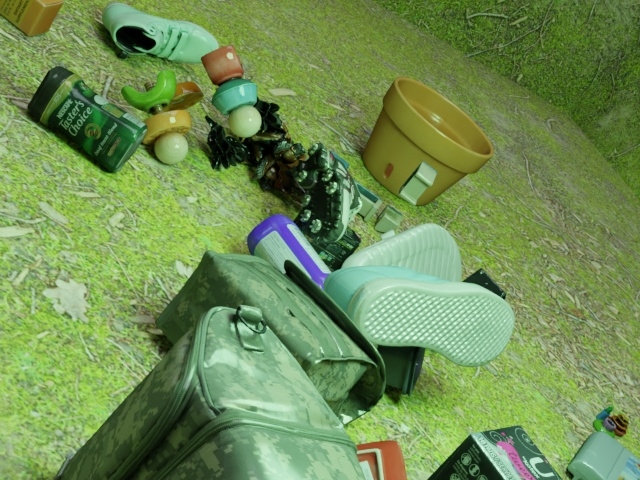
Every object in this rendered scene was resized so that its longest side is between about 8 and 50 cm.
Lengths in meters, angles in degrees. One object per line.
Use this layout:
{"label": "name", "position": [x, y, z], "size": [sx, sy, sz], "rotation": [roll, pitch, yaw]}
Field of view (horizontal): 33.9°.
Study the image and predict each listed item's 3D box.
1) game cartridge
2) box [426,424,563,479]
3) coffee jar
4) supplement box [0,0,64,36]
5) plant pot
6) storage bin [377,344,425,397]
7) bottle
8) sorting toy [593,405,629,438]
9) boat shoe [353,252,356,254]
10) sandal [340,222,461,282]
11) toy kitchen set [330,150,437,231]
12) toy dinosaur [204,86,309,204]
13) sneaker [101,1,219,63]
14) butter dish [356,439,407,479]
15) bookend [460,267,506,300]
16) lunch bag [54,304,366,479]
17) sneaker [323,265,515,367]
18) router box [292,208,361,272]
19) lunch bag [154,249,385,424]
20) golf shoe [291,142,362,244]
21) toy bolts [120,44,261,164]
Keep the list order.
{"label": "game cartridge", "position": [0.589, 0.481, 1.915], "size": [0.297, 0.062, 0.198], "rotation": [44, 28, 13]}
{"label": "box", "position": [0.274, 0.405, 1.468], "size": [0.142, 0.163, 0.247], "rotation": [3, 41, -50]}
{"label": "coffee jar", "position": [-0.383, -0.200, 1.723], "size": [0.184, 0.096, 0.079], "rotation": [36, 21, -4]}
{"label": "supplement box", "position": [-0.598, -0.482, 1.953], "size": [0.233, 0.078, 0.080], "rotation": [39, 27, 3]}
{"label": "plant pot", "position": [0.237, -0.219, 2.493], "size": [0.291, 0.203, 0.291], "rotation": [30, 24, -15]}
{"label": "storage bin", "position": [0.121, 0.196, 1.740], "size": [0.091, 0.098, 0.135], "rotation": [13, 21, 12]}
{"label": "bottle", "position": [-0.012, 0.085, 1.714], "size": [0.283, 0.092, 0.118], "rotation": [52, -3, 28]}
{"label": "sorting toy", "position": [0.595, 0.368, 2.136], "size": [0.102, 0.042, 0.061], "rotation": [4, 41, -52]}
{"label": "boat shoe", "position": [0.027, 0.012, 1.973], "size": [0.153, 0.048, 0.056], "rotation": [41, 24, 6]}
{"label": "sandal", "position": [0.143, 0.051, 1.989], "size": [0.102, 0.169, 0.416], "rotation": [4, 4, 34]}
{"label": "toy kitchen set", "position": [0.117, -0.144, 2.233], "size": [0.207, 0.166, 0.122], "rotation": [36, 24, -6]}
{"label": "toy dinosaur", "position": [-0.119, -0.187, 2.068], "size": [0.322, 0.164, 0.218], "rotation": [29, 3, 28]}
{"label": "sneaker", "position": [-0.323, -0.403, 2.171], "size": [0.256, 0.094, 0.151], "rotation": [14, 26, -25]}
{"label": "butter dish", "position": [0.036, 0.344, 1.321], "size": [0.160, 0.118, 0.160], "rotation": [-9, 30, 3]}
{"label": "bookend", "position": [0.262, 0.153, 1.997], "size": [0.072, 0.156, 0.157], "rotation": [49, -18, 23]}
{"label": "lunch bag", "position": [-0.125, 0.243, 1.042], "size": [0.213, 0.305, 0.256], "rotation": [20, 33, -40]}
{"label": "sneaker", "position": [0.159, 0.099, 1.661], "size": [0.366, 0.135, 0.150], "rotation": [19, 12, -41]}
{"label": "router box", "position": [0.000, 0.000, 1.904], "size": [0.122, 0.092, 0.038], "rotation": [33, 25, -12]}
{"label": "lunch bag", "position": [-0.045, 0.146, 1.495], "size": [0.235, 0.169, 0.287], "rotation": [45, 16, 26]}
{"label": "golf shoe", "position": [0.029, -0.072, 1.839], "size": [0.120, 0.105, 0.273], "rotation": [35, 24, -24]}
{"label": "toy bolts", "position": [-0.215, -0.231, 1.924], "size": [0.218, 0.229, 0.158], "rotation": [19, 49, -81]}
